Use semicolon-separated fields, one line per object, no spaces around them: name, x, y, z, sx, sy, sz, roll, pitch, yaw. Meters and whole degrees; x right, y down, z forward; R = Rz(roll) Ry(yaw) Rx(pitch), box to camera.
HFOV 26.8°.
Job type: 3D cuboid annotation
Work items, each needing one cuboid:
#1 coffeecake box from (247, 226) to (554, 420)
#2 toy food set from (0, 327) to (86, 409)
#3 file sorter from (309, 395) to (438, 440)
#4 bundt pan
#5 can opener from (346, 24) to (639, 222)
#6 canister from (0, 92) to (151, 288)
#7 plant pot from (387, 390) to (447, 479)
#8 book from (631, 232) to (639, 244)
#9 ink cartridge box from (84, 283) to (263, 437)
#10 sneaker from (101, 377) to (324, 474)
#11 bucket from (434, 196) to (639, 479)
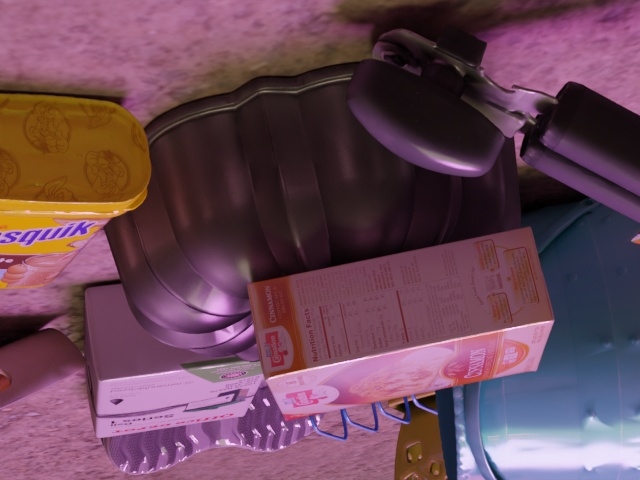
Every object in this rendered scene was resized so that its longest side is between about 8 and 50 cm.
coffeecake box;0.054;0.060;0.904;0.185;0.068;0.142;-11;162;1
toy food set;-0.369;0.195;1.261;0.219;0.092;0.306;-25;173;-41
file sorter;0.073;0.148;1.482;0.170;0.104;0.118;-17;159;17
bundt pan;0.000;0.000;0.996;0.330;0.124;0.331;-11;160;-4
can opener;0.150;-0.052;0.838;0.280;0.093;0.074;24;167;-3
canister;-0.200;-0.026;0.882;0.126;0.073;0.170;0;159;-30
plant pot;0.220;0.267;1.747;0.227;0.207;0.228;-18;160;19
book;0.323;-0.005;1.307;0.096;0.035;0.144;-13;161;-6
ink cartridge box;-0.140;0.110;1.267;0.160;0.093;0.219;-7;160;-12
sneaker;-0.124;0.184;1.532;0.281;0.105;0.115;-6;-166;-28
bucket;0.194;0.102;1.189;0.183;0.281;0.281;-6;161;1
